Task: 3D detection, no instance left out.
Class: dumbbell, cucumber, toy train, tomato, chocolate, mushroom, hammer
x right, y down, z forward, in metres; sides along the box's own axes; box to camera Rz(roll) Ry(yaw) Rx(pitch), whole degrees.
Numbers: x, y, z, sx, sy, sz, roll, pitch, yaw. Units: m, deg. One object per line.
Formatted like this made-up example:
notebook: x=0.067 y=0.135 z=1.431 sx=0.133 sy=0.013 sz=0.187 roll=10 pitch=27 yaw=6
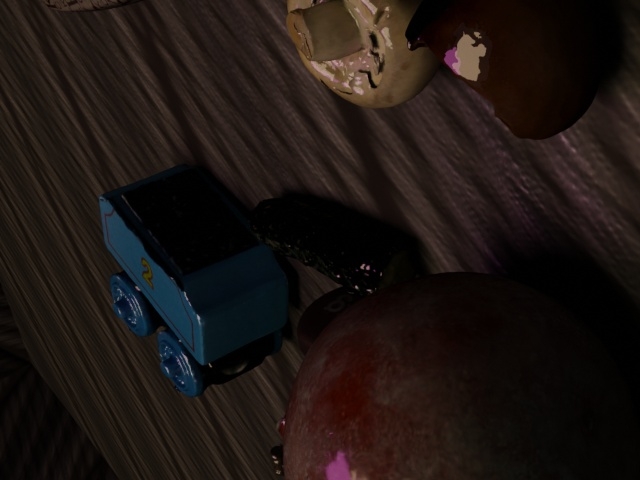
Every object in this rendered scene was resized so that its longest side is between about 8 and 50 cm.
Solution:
dumbbell: x=0.058 y=0.170 z=1.218 sx=0.140 sy=0.124 sz=0.225 roll=32 pitch=144 yaw=47
cucumber: x=0.000 y=0.000 z=1.196 sx=0.303 sy=0.072 sz=0.081 roll=27 pitch=141 yaw=50
toy train: x=-0.187 y=0.050 z=1.488 sx=0.300 sy=0.188 sz=0.265 roll=45 pitch=147 yaw=35
tomato: x=0.118 y=0.180 z=0.894 sx=0.282 sy=0.316 sz=0.317 roll=-24 pitch=97 yaw=41
chocolate: x=0.138 y=-0.137 z=0.734 sx=0.133 sy=0.124 sz=0.127 roll=31 pitch=161 yaw=-18
mushroom: x=0.032 y=-0.181 z=0.873 sx=0.154 sy=0.122 sz=0.154 roll=37 pitch=140 yaw=38
hammer: x=0.012 y=0.444 z=1.742 sx=0.292 sy=0.029 sz=0.058 roll=34 pitch=148 yaw=39

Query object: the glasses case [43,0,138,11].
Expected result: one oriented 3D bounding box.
glasses case: x=-0.221 y=-0.314 z=1.178 sx=0.354 sy=0.137 sz=0.085 roll=13 pitch=130 yaw=57
